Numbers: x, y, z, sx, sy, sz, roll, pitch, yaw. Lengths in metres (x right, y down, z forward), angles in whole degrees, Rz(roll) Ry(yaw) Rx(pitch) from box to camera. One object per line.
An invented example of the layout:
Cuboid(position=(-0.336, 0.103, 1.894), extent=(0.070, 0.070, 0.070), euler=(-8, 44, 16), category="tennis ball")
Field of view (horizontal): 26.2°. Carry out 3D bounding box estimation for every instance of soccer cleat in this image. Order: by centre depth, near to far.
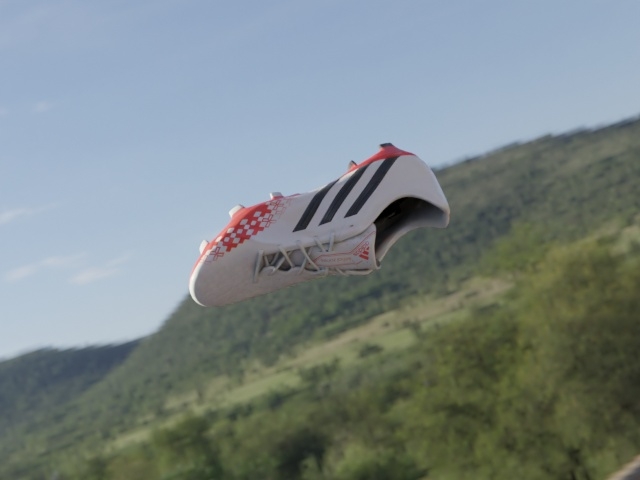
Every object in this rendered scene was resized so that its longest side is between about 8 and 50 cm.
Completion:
Cuboid(position=(0.000, 0.000, 0.416), extent=(0.083, 0.035, 0.029), euler=(-27, -43, -11), category="soccer cleat")
